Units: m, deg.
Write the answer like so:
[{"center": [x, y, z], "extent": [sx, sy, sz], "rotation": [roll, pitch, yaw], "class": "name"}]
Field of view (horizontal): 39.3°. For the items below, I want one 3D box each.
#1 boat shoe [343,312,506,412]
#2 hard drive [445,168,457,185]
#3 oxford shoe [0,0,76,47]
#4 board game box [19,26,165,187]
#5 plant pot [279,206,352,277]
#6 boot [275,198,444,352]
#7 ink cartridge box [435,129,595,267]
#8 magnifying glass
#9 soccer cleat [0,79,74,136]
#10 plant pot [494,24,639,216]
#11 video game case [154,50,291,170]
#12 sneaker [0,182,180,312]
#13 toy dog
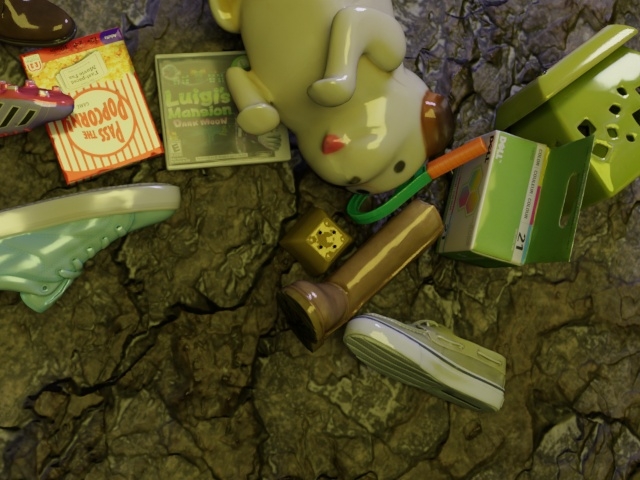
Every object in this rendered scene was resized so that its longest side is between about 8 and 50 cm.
[{"center": [0.163, 0.172, 1.369], "extent": [0.302, 0.109, 0.094], "rotation": [30, 63, -28], "class": "boat shoe"}, {"center": [0.266, -0.083, 1.450], "extent": [0.094, 0.022, 0.135], "rotation": [-27, 94, -14], "class": "hard drive"}, {"center": [-0.444, -0.333, 1.223], "extent": [0.227, 0.096, 0.083], "rotation": [21, 63, -9], "class": "oxford shoe"}, {"center": [-0.326, -0.191, 1.287], "extent": [0.147, 0.045, 0.193], "rotation": [-21, 92, -14], "class": "board game box"}, {"center": [0.000, 0.000, 1.344], "extent": [0.081, 0.083, 0.081], "rotation": [44, 78, -8], "class": "plant pot"}, {"center": [0.063, 0.034, 1.293], "extent": [0.269, 0.236, 0.089], "rotation": [-41, 81, -10], "class": "boot"}, {"center": [0.278, -0.063, 1.308], "extent": [0.097, 0.255, 0.189], "rotation": [16, 83, -13], "class": "ink cartridge box"}, {"center": [0.142, -0.091, 1.345], "extent": [0.231, 0.092, 0.026], "rotation": [-28, 119, 19], "class": "magnifying glass"}, {"center": [-0.453, -0.169, 1.217], "extent": [0.248, 0.083, 0.095], "rotation": [3, 106, 3], "class": "soccer cleat"}, {"center": [0.419, -0.189, 1.398], "extent": [0.227, 0.228, 0.207], "rotation": [-36, 90, -14], "class": "plant pot"}, {"center": [-0.146, -0.198, 1.348], "extent": [0.190, 0.022, 0.173], "rotation": [-6, 88, -15], "class": "video game case"}, {"center": [-0.362, 0.016, 1.234], "extent": [0.366, 0.135, 0.150], "rotation": [-14, 98, -6], "class": "sneaker"}, {"center": [0.010, -0.254, 1.280], "extent": [0.284, 0.395, 0.408], "rotation": [-23, 98, 22], "class": "toy dog"}]
